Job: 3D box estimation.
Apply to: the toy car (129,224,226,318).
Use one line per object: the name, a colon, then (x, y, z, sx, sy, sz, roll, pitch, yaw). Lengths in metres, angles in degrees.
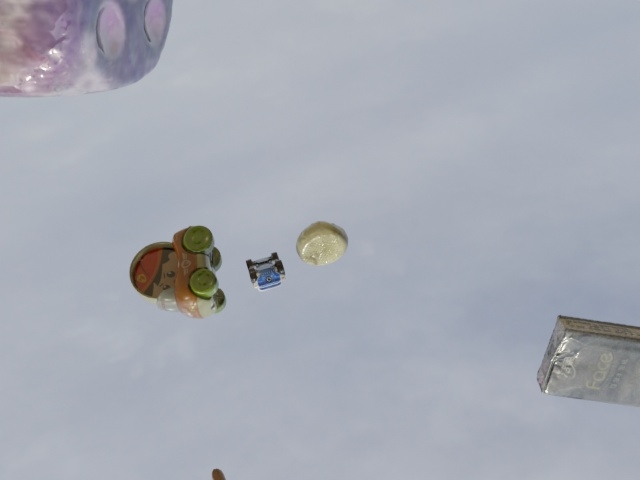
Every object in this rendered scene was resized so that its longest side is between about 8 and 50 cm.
toy car: (-0.348, 0.085, 1.794, 0.235, 0.145, 0.235, -1, -116, 3)

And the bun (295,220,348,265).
bun: (0.000, 0.000, 1.187, 0.086, 0.086, 0.055, -18, -133, -2)

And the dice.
dice: (-0.343, -0.323, 0.874, 0.270, 0.270, 0.271, 7, -158, 11)

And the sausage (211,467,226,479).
sausage: (-0.171, 0.466, 1.346, 0.026, 0.026, 0.116, -24, -124, -9)

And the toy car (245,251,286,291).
toy car: (-0.127, 0.076, 1.739, 0.080, 0.070, 0.171, -16, -169, -6)

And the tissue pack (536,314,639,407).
tissue pack: (0.388, 0.168, 1.022, 0.156, 0.112, 0.051, 9, -154, -3)
